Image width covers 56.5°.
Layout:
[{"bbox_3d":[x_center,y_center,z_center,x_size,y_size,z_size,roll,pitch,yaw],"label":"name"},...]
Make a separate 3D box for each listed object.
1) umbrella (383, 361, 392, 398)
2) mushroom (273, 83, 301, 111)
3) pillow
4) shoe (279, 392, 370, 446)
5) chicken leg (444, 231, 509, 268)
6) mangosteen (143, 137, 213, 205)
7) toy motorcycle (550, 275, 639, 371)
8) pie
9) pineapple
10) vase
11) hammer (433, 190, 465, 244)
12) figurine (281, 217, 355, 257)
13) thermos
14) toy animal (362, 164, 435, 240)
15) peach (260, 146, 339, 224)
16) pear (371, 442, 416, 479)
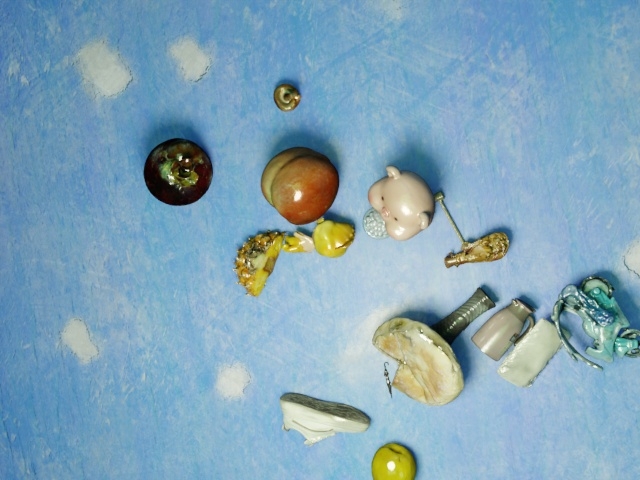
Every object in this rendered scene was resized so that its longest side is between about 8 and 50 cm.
[{"bbox_3d":[0.221,0.460,1.960,0.022,0.013,0.122,-8,90,-5],"label":"umbrella"},{"bbox_3d":[-0.098,-0.463,1.952,0.129,0.073,0.088,26,86,47],"label":"mushroom"},{"bbox_3d":[0.643,0.342,1.797,0.128,0.051,0.229,32,103,-18],"label":"pillow"},{"bbox_3d":[0.001,0.620,1.983,0.316,0.124,0.159,13,97,20],"label":"shoe"},{"bbox_3d":[0.473,0.038,1.816,0.207,0.101,0.085,-22,89,25],"label":"chicken leg"},{"bbox_3d":[-0.470,-0.226,1.974,0.231,0.289,0.231,-1,96,-13],"label":"mangosteen"},{"bbox_3d":[0.782,0.241,1.707,0.206,0.154,0.260,-30,73,13],"label":"toy motorcycle"},{"bbox_3d":[0.307,0.378,1.829,0.337,0.075,0.337,26,136,28],"label":"pie"},{"bbox_3d":[-0.241,0.062,1.994,0.140,0.164,0.250,27,104,20],"label":"pineapple"},{"bbox_3d":[0.427,0.248,1.844,0.237,0.115,0.115,-43,82,10],"label":"vase"},{"bbox_3d":[0.399,-0.057,1.867,0.060,0.028,0.195,-30,87,23],"label":"hammer"},{"bbox_3d":[0.000,0.000,1.939,0.246,0.131,0.156,-11,127,28],"label":"figurine"},{"bbox_3d":[0.571,0.268,1.809,0.137,0.105,0.193,34,100,-18],"label":"thermos"},{"bbox_3d":[0.259,-0.104,1.799,0.210,0.221,0.229,56,135,13],"label":"toy animal"},{"bbox_3d":[-0.060,-0.176,1.879,0.252,0.252,0.252,1,94,16],"label":"peach"},{"bbox_3d":[0.234,0.733,1.905,0.149,0.149,0.162,6,106,16],"label":"pear"}]
